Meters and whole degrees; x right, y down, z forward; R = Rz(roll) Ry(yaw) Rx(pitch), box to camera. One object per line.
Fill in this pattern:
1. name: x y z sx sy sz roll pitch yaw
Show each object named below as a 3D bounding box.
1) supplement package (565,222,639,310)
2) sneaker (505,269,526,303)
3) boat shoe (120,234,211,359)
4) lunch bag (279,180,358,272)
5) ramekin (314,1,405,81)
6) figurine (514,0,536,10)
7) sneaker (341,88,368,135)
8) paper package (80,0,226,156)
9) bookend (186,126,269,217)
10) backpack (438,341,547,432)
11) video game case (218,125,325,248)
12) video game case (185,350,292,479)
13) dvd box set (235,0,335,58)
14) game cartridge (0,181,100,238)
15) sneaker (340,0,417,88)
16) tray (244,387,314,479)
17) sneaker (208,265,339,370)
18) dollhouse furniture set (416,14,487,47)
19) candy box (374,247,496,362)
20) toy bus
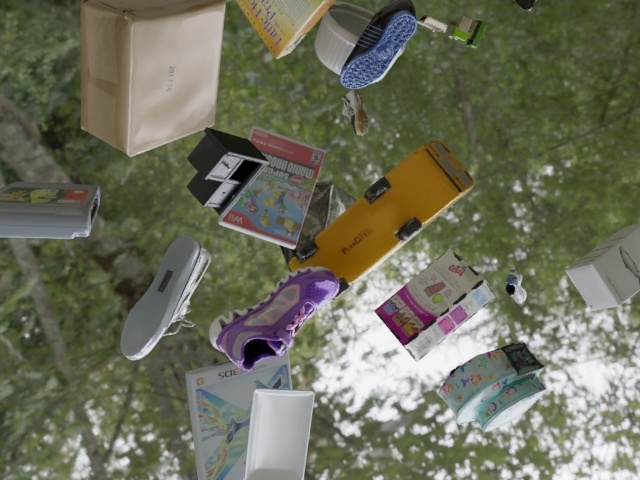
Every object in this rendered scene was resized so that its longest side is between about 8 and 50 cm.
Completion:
1. supplement package: 0.617 0.051 1.696 0.179 0.105 0.105 -33 180 -18
2. sneaker: 0.578 0.149 2.483 0.052 0.135 0.058 16 -125 40
3. boat shoe: -0.408 0.176 2.280 0.136 0.156 0.367 12 -109 37
4. lunch bag: 0.000 0.000 2.336 0.169 0.287 0.235 2 168 28
5. ramekin: 0.085 -0.457 1.930 0.109 0.207 0.207 -61 175 34
6. figurine: 0.440 -0.588 1.724 0.215 0.092 0.209 -47 -137 7
7. sneaker: 0.055 -0.206 1.363 0.037 0.083 0.032 -23 152 34
8. paper package: -0.380 -0.397 1.884 0.168 0.324 0.309 28 -144 26
9. bookend: -0.206 -0.130 1.618 0.156 0.072 0.157 -48 160 15
10. backpack: 0.449 0.390 2.183 0.254 0.191 0.225 0 138 -37
11. video game case: -0.121 -0.139 2.116 0.025 0.204 0.285 122 -14 -69
12. video game case: -0.202 0.476 2.214 0.300 0.329 0.036 -11 -171 -33
13. dvd box set: -0.066 -0.617 1.721 0.062 0.307 0.420 -33 178 -37
14. game cartridge: -0.541 -0.064 1.617 0.196 0.060 0.294 -2 -164 -10
15. sneaker: 0.124 -0.427 1.783 0.232 0.081 0.090 -41 -144 37
16. tray: -0.100 0.460 1.964 0.145 0.270 0.030 4 -156 -8
17. sneaker: -0.064 0.136 1.363 0.236 0.095 0.104 -32 -139 -3
18. dollhouse furniture set: 0.281 -0.472 1.786 0.076 0.152 0.058 -133 -117 -71
19. candy box: 0.257 0.144 1.874 0.233 0.071 0.159 -40 -145 0
20. toy bus: 0.099 -0.026 1.428 0.333 0.108 0.130 -42 174 29
